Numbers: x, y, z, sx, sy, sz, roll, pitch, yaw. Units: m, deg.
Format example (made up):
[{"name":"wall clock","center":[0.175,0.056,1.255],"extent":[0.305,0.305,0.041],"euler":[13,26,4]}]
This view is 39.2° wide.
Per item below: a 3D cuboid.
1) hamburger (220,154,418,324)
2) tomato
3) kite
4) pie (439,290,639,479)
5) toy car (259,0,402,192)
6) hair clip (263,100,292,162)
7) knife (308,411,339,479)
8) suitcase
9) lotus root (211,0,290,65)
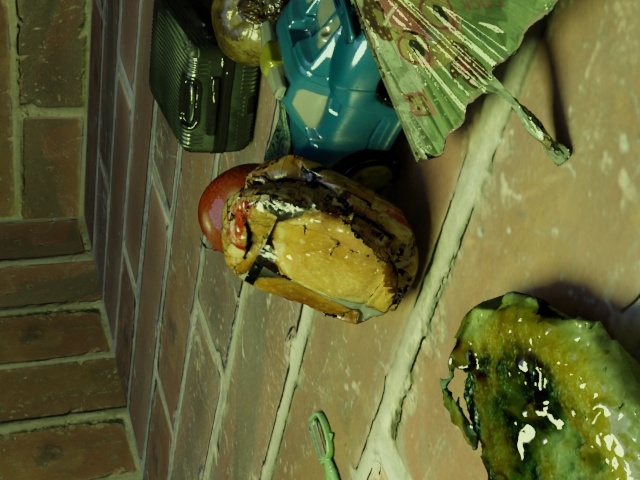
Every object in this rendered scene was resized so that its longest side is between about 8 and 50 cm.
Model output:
[{"name":"hamburger","center":[0.000,0.000,0.982],"extent":[0.107,0.231,0.231],"euler":[-61,2,-33]},{"name":"tomato","center":[-0.092,-0.035,1.277],"extent":[0.167,0.167,0.167],"euler":[176,90,-68]},{"name":"kite","center":[0.104,-0.158,0.741],"extent":[0.268,0.013,0.323],"euler":[44,158,7]},{"name":"pie","center":[0.191,0.220,0.706],"extent":[0.296,0.078,0.371],"euler":[151,114,-65]},{"name":"toy car","center":[0.016,-0.180,0.958],"extent":[0.314,0.166,0.198],"euler":[120,143,-56]},{"name":"hair clip","center":[-0.062,-0.155,1.318],"extent":[0.229,0.036,0.066],"euler":[100,160,-46]},{"name":"knife","center":[0.023,0.330,1.229],"extent":[0.054,0.015,0.212],"euler":[-56,42,46]},{"name":"suitcase","center":[-0.203,-0.292,1.520],"extent":[0.312,0.128,0.202],"euler":[-122,35,-50]},{"name":"lotus root","center":[-0.095,-0.310,1.256],"extent":[0.214,0.138,0.138],"euler":[-171,78,-69]}]
